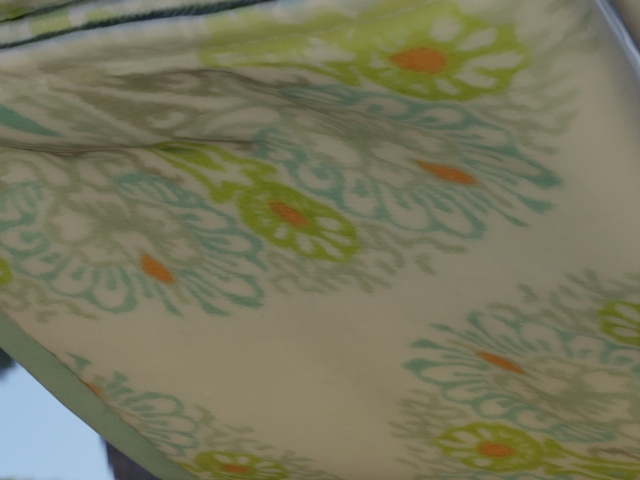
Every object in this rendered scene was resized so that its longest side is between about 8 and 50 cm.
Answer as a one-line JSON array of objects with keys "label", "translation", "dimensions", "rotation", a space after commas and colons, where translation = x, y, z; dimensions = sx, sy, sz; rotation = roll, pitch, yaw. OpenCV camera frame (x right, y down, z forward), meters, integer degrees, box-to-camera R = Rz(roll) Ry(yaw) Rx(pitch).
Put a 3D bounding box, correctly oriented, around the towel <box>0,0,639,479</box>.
[{"label": "towel", "translation": [0.000, 0.000, 0.611], "dimensions": [0.320, 0.090, 0.374], "rotation": [0, -30, 31]}]
